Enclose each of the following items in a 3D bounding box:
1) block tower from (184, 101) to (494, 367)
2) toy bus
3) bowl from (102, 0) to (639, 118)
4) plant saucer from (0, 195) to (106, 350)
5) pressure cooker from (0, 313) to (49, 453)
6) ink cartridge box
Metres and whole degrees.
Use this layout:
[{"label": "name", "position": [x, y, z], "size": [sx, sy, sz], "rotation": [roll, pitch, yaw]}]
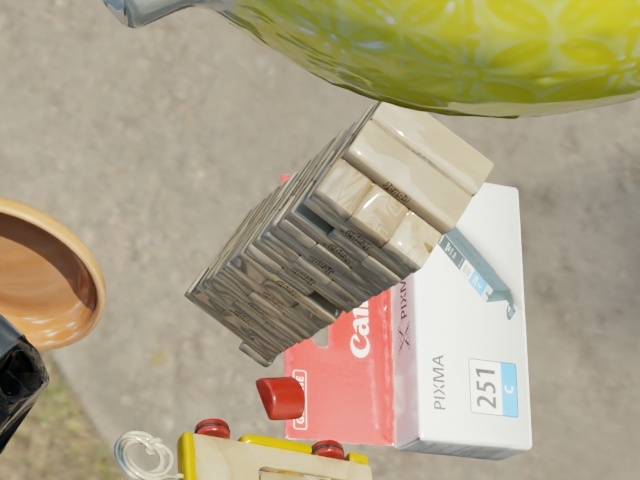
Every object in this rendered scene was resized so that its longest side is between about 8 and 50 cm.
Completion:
[{"label": "block tower", "position": [0.000, 0.000, 1.309], "size": [0.091, 0.097, 0.335], "rotation": [-55, 7, -26]}, {"label": "toy bus", "position": [-0.054, 0.213, 1.366], "size": [0.202, 0.191, 0.104], "rotation": [45, 132, 10]}, {"label": "bowl", "position": [-0.012, -0.145, 0.498], "size": [0.156, 0.289, 0.289], "rotation": [-28, 53, -8]}, {"label": "plant saucer", "position": [-0.292, 0.025, 1.644], "size": [0.200, 0.200, 0.037], "rotation": [-22, 36, 33]}, {"label": "pressure cooker", "position": [-0.485, 0.107, 1.461], "size": [0.420, 0.375, 0.370], "rotation": [42, 120, -2]}, {"label": "ink cartridge box", "position": [0.091, 0.073, 1.865], "size": [0.066, 0.261, 0.296], "rotation": [145, 128, -58]}]
